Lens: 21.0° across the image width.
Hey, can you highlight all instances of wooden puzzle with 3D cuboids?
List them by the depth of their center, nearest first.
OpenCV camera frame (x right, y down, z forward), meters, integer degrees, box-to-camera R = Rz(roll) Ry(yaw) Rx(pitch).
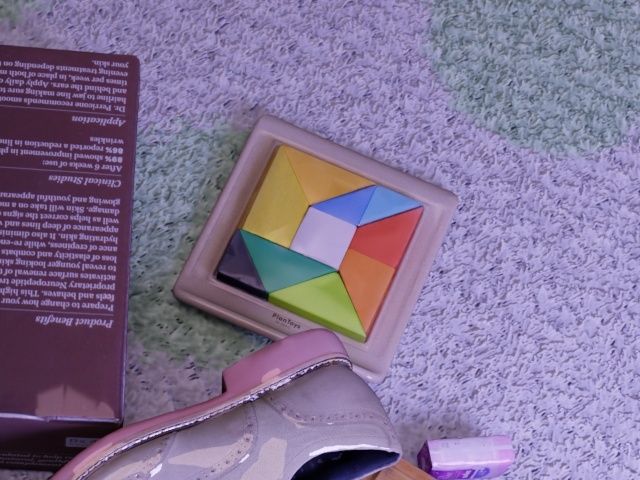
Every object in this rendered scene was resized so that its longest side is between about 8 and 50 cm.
[{"bbox_3d":[0.000,0.000,1.689,0.221,0.044,0.239,23,61,3],"label":"wooden puzzle"}]

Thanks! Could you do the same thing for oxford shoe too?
[{"bbox_3d":[-0.112,0.228,1.469,0.397,0.140,0.146,-33,63,-13],"label":"oxford shoe"}]

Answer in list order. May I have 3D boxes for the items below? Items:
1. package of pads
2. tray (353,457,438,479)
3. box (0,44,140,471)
[{"bbox_3d":[0.134,0.202,1.599,0.083,0.050,0.032,-2,62,-11],"label":"package of pads"},{"bbox_3d":[0.171,0.371,1.503,0.411,0.076,0.203,31,62,7],"label":"tray"},{"bbox_3d":[-0.268,0.013,1.585,0.191,0.143,0.381,5,60,-8],"label":"box"}]
